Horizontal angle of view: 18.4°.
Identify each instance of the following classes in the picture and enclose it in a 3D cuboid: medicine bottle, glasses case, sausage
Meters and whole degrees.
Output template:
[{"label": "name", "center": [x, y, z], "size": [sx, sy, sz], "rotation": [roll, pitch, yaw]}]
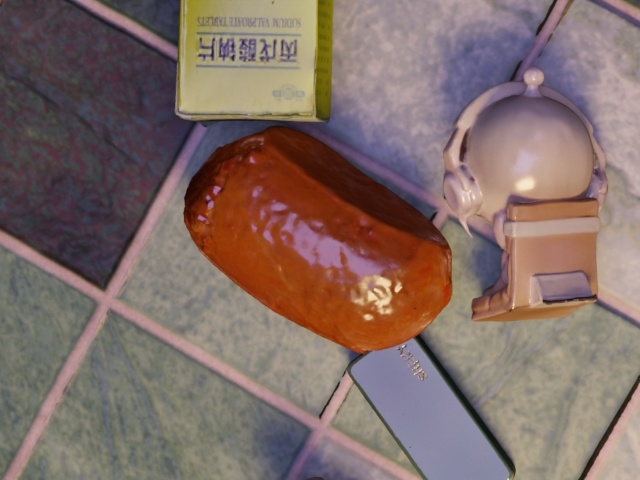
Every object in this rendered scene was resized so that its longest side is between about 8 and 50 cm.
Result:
[{"label": "medicine bottle", "center": [-0.061, -0.232, 1.881], "size": [0.137, 0.141, 0.250], "rotation": [1, 93, 6]}, {"label": "glasses case", "center": [0.107, 0.174, 1.917], "size": [0.078, 0.039, 0.184], "rotation": [-37, 86, 9]}, {"label": "sausage", "center": [-0.001, 0.001, 1.869], "size": [0.268, 0.153, 0.141], "rotation": [33, 113, 9]}]

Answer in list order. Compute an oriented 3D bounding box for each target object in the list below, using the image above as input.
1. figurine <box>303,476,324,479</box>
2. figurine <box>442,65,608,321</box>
[{"label": "figurine", "center": [0.046, 0.350, 1.875], "size": [0.275, 0.158, 0.161], "rotation": [42, 89, 5]}, {"label": "figurine", "center": [0.194, -0.041, 1.860], "size": [0.162, 0.141, 0.237], "rotation": [-7, 89, -19]}]
